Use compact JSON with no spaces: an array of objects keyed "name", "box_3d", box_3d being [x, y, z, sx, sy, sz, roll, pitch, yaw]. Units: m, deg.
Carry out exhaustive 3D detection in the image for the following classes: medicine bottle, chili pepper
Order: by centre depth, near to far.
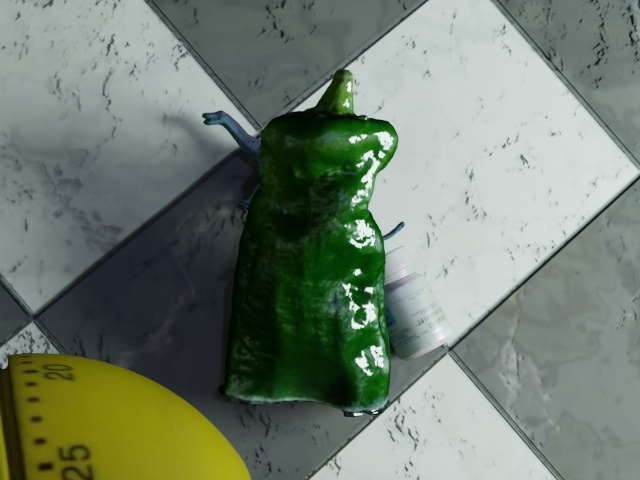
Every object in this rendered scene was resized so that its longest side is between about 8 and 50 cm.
[{"name":"chili pepper","box_3d":[0.000,0.000,0.863,0.136,0.099,0.270,8,105,10]},{"name":"medicine bottle","box_3d":[0.071,0.053,0.921,0.052,0.052,0.089,-26,86,-12]}]

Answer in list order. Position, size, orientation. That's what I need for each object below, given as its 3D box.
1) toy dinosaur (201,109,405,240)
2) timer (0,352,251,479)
[{"name":"toy dinosaur","box_3d":[-0.022,-0.048,0.927,0.197,0.045,0.080,31,83,1]},{"name":"timer","box_3d":[-0.230,0.242,0.693,0.387,0.376,0.376,-6,82,-15]}]
